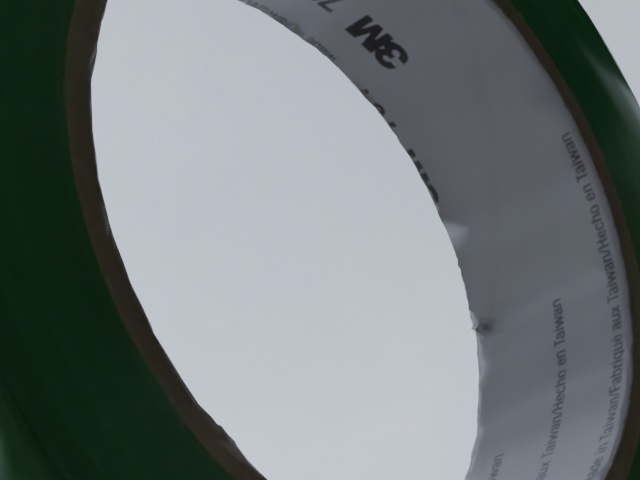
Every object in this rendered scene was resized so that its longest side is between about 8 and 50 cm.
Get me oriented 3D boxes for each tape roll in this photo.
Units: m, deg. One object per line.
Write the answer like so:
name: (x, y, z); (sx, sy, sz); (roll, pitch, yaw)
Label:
tape roll: (0.000, 0.000, 0.479); (0.321, 0.077, 0.321); (22, -125, -35)
